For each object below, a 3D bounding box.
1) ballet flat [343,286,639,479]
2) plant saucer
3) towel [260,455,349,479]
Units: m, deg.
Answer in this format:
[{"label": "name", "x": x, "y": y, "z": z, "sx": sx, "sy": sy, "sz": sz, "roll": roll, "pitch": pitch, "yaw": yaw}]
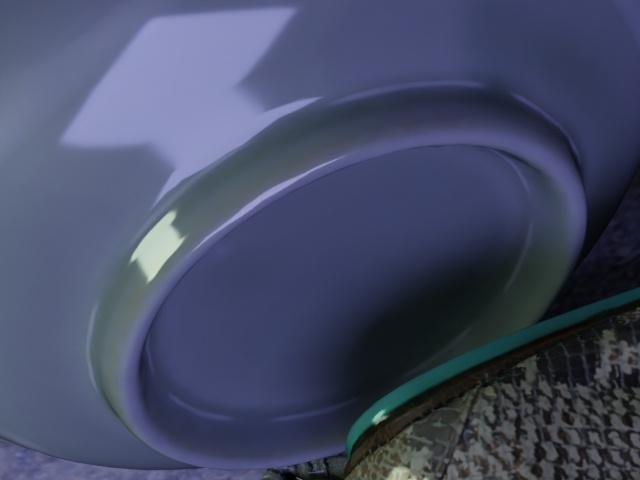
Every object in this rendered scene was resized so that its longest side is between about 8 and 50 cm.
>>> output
[{"label": "ballet flat", "x": 0.241, "y": 0.051, "z": 0.497, "sx": 0.483, "sy": 0.182, "sz": 0.164, "roll": -30, "pitch": 153, "yaw": -14}, {"label": "plant saucer", "x": 0.000, "y": 0.000, "z": 0.487, "sx": 0.401, "sy": 0.100, "sz": 0.400, "roll": -18, "pitch": 143, "yaw": -14}, {"label": "towel", "x": 0.138, "y": 0.171, "z": 0.699, "sx": 0.324, "sy": 0.056, "sz": 0.312, "roll": -8, "pitch": 149, "yaw": 3}]
